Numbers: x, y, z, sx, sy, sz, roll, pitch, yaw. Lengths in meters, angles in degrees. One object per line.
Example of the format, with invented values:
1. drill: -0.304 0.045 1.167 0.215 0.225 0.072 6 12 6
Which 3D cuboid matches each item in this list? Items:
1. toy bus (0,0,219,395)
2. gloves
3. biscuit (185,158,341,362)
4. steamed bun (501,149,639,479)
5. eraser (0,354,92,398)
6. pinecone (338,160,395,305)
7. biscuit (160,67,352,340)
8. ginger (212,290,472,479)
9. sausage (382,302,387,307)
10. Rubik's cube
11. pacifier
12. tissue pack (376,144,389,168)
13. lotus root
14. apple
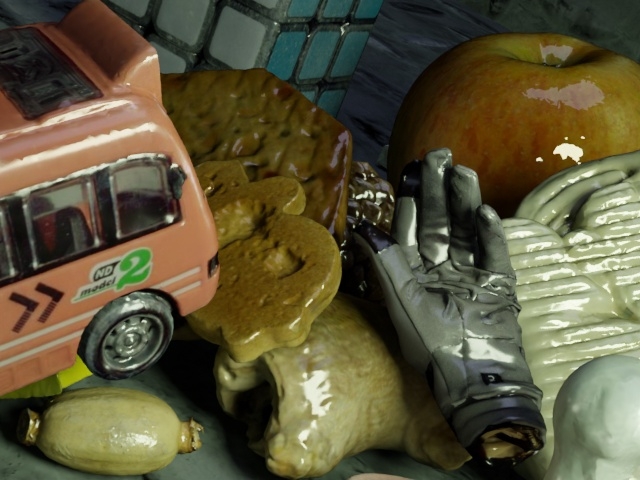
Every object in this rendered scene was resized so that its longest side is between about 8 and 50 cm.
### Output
1. toy bus: -0.290 -0.001 0.809 0.427 0.233 0.203 -21 43 -27
2. gloves: 0.112 0.057 1.027 0.142 0.119 0.285 -4 71 -16
3. biscuit: -0.075 0.014 1.043 0.184 0.035 0.249 -35 44 -19
4. steamed bun: 0.298 0.111 1.181 0.342 0.255 0.368 -13 61 -9
5. eraser: -0.213 0.090 0.978 0.097 0.045 0.122 -10 9 28
6. pinecone: 0.002 0.004 1.265 0.204 0.179 0.184 68 0 -71
7. biscuit: -0.139 -0.042 1.166 0.359 0.046 0.359 -6 48 7
8. ginger: 0.035 0.137 1.067 0.221 0.130 0.275 40 32 16
9. sausage: 0.048 0.051 1.398 0.029 0.029 0.223 -1 32 -45
10. Rubik's cube: -0.119 -0.337 1.768 0.303 0.305 0.301 30 24 22
11. pacifier: 0.173 0.231 0.874 0.332 0.273 0.220 23 42 0
12. tissue pack: 0.136 -0.126 1.867 0.062 0.042 0.083 35 25 23
13. lotus root: -0.158 0.148 0.931 0.150 0.062 0.073 7 25 -21
14. apple: 0.293 -0.116 1.611 0.400 0.334 0.400 21 22 -9
